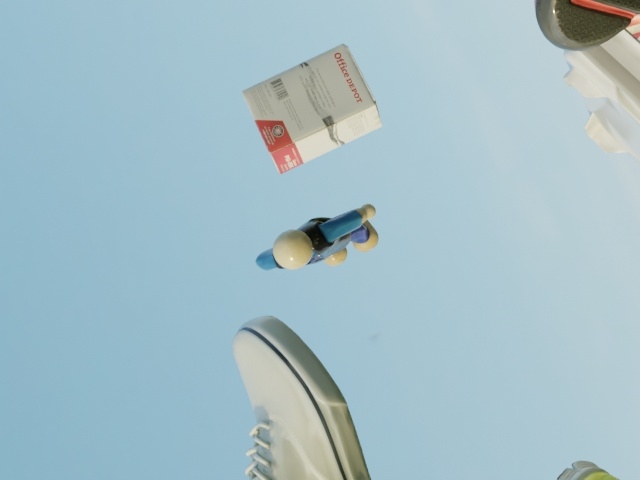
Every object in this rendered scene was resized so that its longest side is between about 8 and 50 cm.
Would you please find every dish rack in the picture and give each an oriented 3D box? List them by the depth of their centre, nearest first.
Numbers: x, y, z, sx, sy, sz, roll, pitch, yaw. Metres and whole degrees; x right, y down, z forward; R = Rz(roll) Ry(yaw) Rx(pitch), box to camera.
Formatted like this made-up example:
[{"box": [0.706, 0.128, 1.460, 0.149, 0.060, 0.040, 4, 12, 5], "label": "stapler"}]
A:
[{"box": [0.344, -0.092, 1.478, 0.285, 0.072, 0.333, 47, -175, 18], "label": "dish rack"}]

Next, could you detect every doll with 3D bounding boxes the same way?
[{"box": [0.000, 0.000, 1.452, 0.046, 0.129, 0.189, 66, -161, 6], "label": "doll"}]

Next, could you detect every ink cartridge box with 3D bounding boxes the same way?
[{"box": [-0.009, -0.153, 1.738, 0.056, 0.135, 0.099, 65, -179, -61], "label": "ink cartridge box"}]

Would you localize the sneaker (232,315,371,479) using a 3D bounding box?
[{"box": [-0.019, 0.181, 1.156, 0.091, 0.094, 0.258, -17, -107, -30], "label": "sneaker"}]

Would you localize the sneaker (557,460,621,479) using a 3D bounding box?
[{"box": [0.244, 0.307, 1.473, 0.208, 0.094, 0.081, -50, -50, -23], "label": "sneaker"}]

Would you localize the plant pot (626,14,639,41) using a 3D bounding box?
[{"box": [0.418, -0.302, 1.895, 0.191, 0.191, 0.174, 39, -135, -48], "label": "plant pot"}]

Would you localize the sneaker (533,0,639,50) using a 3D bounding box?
[{"box": [0.239, -0.305, 1.268, 0.116, 0.136, 0.314, 18, -96, -24], "label": "sneaker"}]
